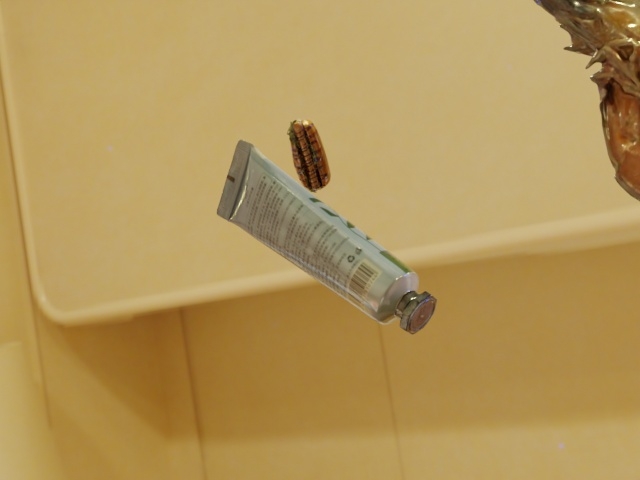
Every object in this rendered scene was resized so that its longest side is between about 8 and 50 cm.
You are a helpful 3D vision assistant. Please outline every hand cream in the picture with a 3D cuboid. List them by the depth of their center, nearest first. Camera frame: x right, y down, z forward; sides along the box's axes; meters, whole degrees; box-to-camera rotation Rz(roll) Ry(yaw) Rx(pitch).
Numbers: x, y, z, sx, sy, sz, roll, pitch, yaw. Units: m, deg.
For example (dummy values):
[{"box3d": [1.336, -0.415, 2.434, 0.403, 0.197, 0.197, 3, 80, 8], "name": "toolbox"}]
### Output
[{"box3d": [0.000, 0.000, 1.117, 0.271, 0.091, 0.058, 35, 31, 31], "name": "hand cream"}]

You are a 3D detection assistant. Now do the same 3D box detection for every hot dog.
[{"box3d": [-0.017, -0.116, 1.589, 0.049, 0.122, 0.037, -10, 37, 14], "name": "hot dog"}]

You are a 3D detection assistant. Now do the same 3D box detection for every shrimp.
[{"box3d": [0.292, -0.124, 0.994, 0.317, 0.164, 0.062, 38, 2, 23], "name": "shrimp"}]
